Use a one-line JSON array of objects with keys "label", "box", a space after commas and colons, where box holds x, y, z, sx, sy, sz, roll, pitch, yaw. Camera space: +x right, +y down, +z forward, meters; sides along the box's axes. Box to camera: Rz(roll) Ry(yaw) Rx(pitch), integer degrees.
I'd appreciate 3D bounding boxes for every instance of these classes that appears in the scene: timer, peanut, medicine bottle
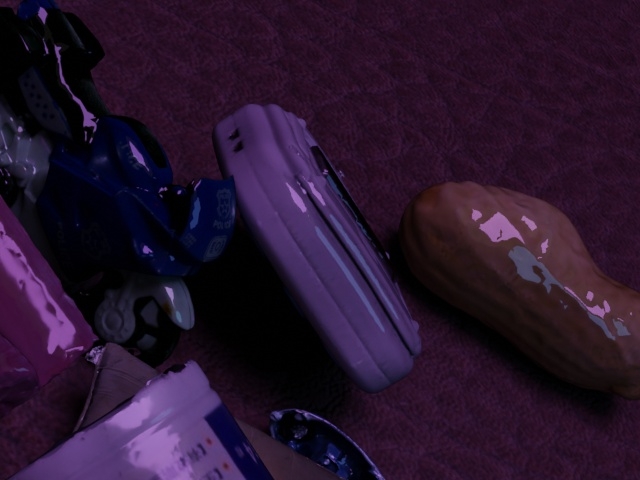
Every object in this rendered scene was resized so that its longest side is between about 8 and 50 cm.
[{"label": "timer", "box": [0.000, 0.000, 1.782, 0.262, 0.087, 0.237, 57, 6, -23]}, {"label": "peanut", "box": [0.225, 0.041, 2.014, 0.319, 0.147, 0.147, 33, 37, -8]}, {"label": "medicine bottle", "box": [-0.077, 0.267, 1.366, 0.332, 0.190, 0.190, 57, 37, 1]}]

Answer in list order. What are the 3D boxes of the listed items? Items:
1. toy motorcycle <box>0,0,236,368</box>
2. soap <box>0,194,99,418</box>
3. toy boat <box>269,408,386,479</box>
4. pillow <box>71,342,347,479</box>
[{"label": "toy motorcycle", "box": [-0.190, -0.056, 1.672, 0.331, 0.196, 0.125, 58, 22, 11]}, {"label": "soap", "box": [-0.352, -0.006, 1.388, 0.359, 0.233, 0.128, 56, 34, -7]}, {"label": "toy boat", "box": [0.008, 0.195, 1.723, 0.137, 0.060, 0.061, 47, 15, 1]}, {"label": "pillow", "box": [-0.083, 0.219, 1.604, 0.302, 0.075, 0.185, 32, 47, -14]}]
